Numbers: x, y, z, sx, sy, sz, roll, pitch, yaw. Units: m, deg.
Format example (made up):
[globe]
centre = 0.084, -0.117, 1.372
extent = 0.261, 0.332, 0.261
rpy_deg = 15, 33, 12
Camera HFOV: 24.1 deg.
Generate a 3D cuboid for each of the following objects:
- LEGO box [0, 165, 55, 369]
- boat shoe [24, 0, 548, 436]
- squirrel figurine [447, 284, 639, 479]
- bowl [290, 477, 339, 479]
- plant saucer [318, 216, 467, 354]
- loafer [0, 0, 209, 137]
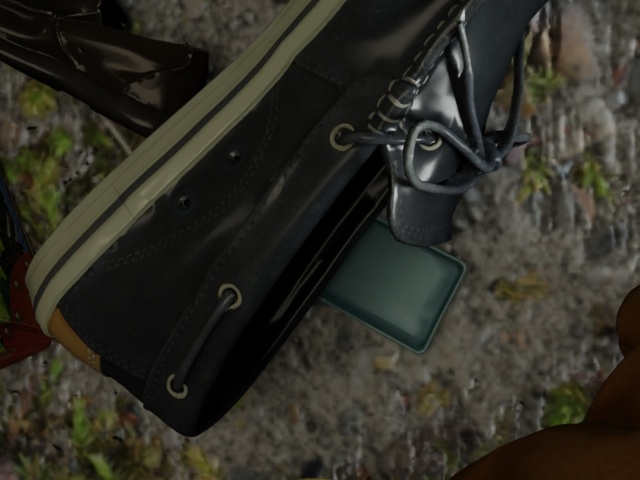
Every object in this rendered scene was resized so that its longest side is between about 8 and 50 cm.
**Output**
[LEGO box]
centre = -0.484, 0.080, 0.951
extent = 0.500, 0.372, 0.193
rpy_deg = -23, 84, 17
[boat shoe]
centre = 0.042, -0.075, 0.866
extent = 0.500, 0.187, 0.156
rpy_deg = -43, 78, 14
[squirrel figurine]
centre = 0.133, 0.191, 0.692
extent = 0.370, 0.397, 0.281
rpy_deg = -16, 92, -19
[bowl]
centre = 0.012, 0.227, 0.941
extent = 0.170, 0.080, 0.170
rpy_deg = 0, 91, 18
[plant saucer]
centre = 0.000, 0.000, 0.973
extent = 0.192, 0.018, 0.067
rpy_deg = 29, 100, 16
[loafer]
centre = -0.164, -0.137, 1.000
extent = 0.220, 0.080, 0.078
rpy_deg = 28, 90, 11
